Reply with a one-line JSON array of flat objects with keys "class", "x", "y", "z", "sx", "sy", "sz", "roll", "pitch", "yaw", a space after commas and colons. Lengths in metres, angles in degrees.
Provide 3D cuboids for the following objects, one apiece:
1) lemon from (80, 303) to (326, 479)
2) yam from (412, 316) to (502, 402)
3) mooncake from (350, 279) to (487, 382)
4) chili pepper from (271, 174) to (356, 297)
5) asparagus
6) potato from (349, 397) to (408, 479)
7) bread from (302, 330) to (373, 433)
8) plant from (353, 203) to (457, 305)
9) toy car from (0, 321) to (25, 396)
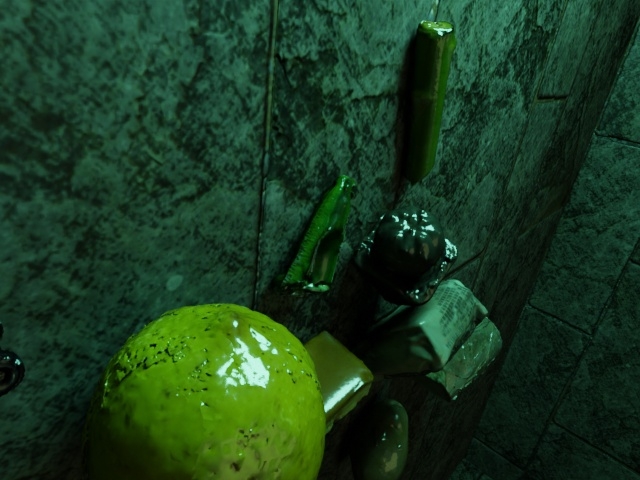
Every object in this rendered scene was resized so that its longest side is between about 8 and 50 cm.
[{"class": "lemon", "x": -0.121, "y": 0.218, "z": 0.497, "sx": 0.258, "sy": 0.258, "sz": 0.310, "roll": -24, "pitch": 124, "yaw": -43}, {"class": "yam", "x": 0.363, "y": 0.311, "z": 1.261, "sx": 0.271, "sy": 0.202, "sz": 0.201, "roll": -39, "pitch": 118, "yaw": -28}, {"class": "mooncake", "x": 0.217, "y": 0.202, "z": 0.953, "sx": 0.254, "sy": 0.136, "sz": 0.250, "roll": -32, "pitch": 175, "yaw": -38}, {"class": "chili pepper", "x": 0.002, "y": 0.002, "z": 0.686, "sx": 0.216, "sy": 0.062, "sz": 0.108, "roll": -62, "pitch": 152, "yaw": -1}, {"class": "asparagus", "x": 0.185, "y": -0.227, "z": 0.766, "sx": 0.067, "sy": 0.060, "sz": 0.278, "roll": -46, "pitch": 144, "yaw": -40}, {"class": "potato", "x": 0.163, "y": 0.544, "z": 1.183, "sx": 0.178, "sy": 0.160, "sz": 0.235, "roll": 135, "pitch": -23, "yaw": -74}, {"class": "bread", "x": -0.069, "y": 0.293, "z": 0.719, "sx": 0.361, "sy": 0.138, "sz": 0.077, "roll": -30, "pitch": 136, "yaw": -38}, {"class": "plant", "x": 0.157, "y": 0.039, "z": 0.829, "sx": 0.142, "sy": 0.164, "sz": 0.256, "roll": -48, "pitch": 154, "yaw": -20}, {"class": "toy car", "x": -0.284, "y": 0.062, "z": 0.334, "sx": 0.070, "sy": 0.080, "sz": 0.171, "roll": -23, "pitch": 131, "yaw": -41}]
